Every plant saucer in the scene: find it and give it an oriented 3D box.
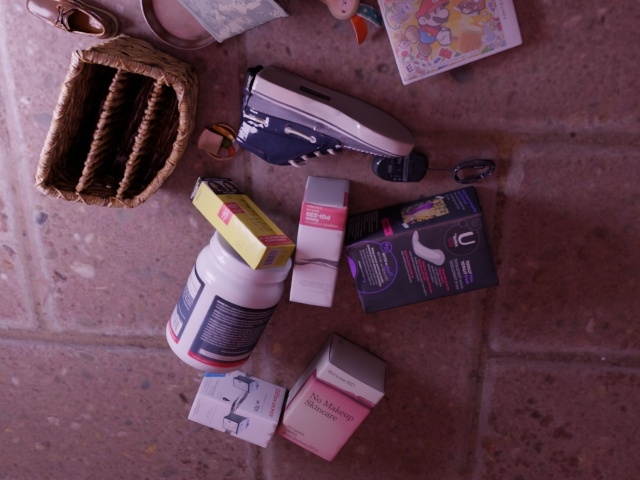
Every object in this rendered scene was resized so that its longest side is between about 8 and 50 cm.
[{"bbox_3d":[-0.248,-0.442,1.335,0.169,0.029,0.168,2,114,5],"label":"plant saucer"}]

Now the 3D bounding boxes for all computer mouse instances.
[{"bbox_3d":[0.221,-0.148,1.414,0.242,0.041,0.071,3,123,-2],"label":"computer mouse"}]

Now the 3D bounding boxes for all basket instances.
[{"bbox_3d":[-0.365,-0.203,1.350,0.214,0.223,0.299,26,114,-5],"label":"basket"}]

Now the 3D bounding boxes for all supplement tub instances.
[{"bbox_3d":[-0.191,0.123,1.494,0.191,0.191,0.272,26,115,-5],"label":"supplement tub"}]

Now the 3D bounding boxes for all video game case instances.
[{"bbox_3d":[0.226,-0.412,1.280,0.227,0.026,0.206,-18,111,6],"label":"video game case"}]

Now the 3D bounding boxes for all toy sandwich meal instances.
[{"bbox_3d":[-0.204,-0.196,1.440,0.086,0.029,0.085,2,114,5],"label":"toy sandwich meal"}]

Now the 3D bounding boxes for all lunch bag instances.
[{"bbox_3d":[-0.176,-0.482,1.146,0.287,0.235,0.168,38,70,-31],"label":"lunch bag"}]

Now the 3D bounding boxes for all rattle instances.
[{"bbox_3d":[0.045,-0.441,1.244,0.130,0.143,0.199,-23,103,-10],"label":"rattle"}]

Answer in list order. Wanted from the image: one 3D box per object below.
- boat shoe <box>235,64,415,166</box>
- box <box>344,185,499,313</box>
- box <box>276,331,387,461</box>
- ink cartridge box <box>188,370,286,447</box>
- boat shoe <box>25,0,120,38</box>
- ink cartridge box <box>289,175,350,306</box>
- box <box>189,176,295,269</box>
[{"bbox_3d":[0.000,-0.200,1.376,0.341,0.127,0.158,25,121,4],"label":"boat shoe"},{"bbox_3d":[0.198,0.019,1.428,0.271,0.143,0.165,-13,114,12],"label":"box"},{"bbox_3d":[0.026,0.351,1.608,0.149,0.127,0.232,30,114,-7],"label":"box"},{"bbox_3d":[-0.186,0.371,1.634,0.191,0.139,0.082,20,113,-3],"label":"ink cartridge box"},{"bbox_3d":[-0.471,-0.424,1.350,0.178,0.060,0.064,18,115,-2],"label":"boat shoe"},{"bbox_3d":[0.000,0.000,1.434,0.092,0.158,0.217,7,115,1],"label":"ink cartridge box"},{"bbox_3d":[-0.156,-0.037,1.407,0.232,0.087,0.058,46,120,31],"label":"box"}]
